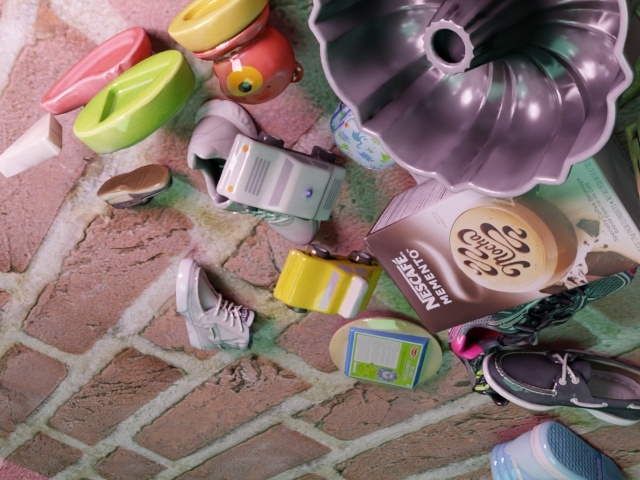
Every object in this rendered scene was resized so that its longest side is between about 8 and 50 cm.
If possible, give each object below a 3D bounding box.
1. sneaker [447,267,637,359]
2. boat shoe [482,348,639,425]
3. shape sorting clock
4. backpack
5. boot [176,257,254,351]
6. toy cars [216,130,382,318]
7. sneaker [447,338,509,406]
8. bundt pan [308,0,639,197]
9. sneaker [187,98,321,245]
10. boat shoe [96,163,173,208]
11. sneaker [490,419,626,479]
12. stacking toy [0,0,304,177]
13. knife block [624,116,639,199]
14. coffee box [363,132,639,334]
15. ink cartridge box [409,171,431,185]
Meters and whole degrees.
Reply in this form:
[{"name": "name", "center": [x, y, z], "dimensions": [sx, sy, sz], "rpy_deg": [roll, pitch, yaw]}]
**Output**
[{"name": "sneaker", "center": [0.321, 0.095, 1.010], "dimensions": [0.121, 0.112, 0.299], "rpy_deg": [38, 134, -23]}, {"name": "boat shoe", "center": [0.422, 0.226, 1.132], "dimensions": [0.303, 0.114, 0.091], "rpy_deg": [11, 141, -12]}, {"name": "shape sorting clock", "center": [0.119, 0.205, 1.251], "dimensions": [0.206, 0.040, 0.206], "rpy_deg": [8, 135, 8]}, {"name": "backpack", "center": [0.065, -0.140, 0.838], "dimensions": [0.105, 0.084, 0.114], "rpy_deg": [35, 161, -12]}, {"name": "boot", "center": [-0.180, 0.120, 1.230], "dimensions": [0.124, 0.095, 0.258], "rpy_deg": [5, 147, 4]}, {"name": "toy cars", "center": [0.000, 0.000, 0.954], "dimensions": [0.087, 0.176, 0.393], "rpy_deg": [34, 156, 43]}, {"name": "sneaker", "center": [0.286, 0.224, 1.190], "dimensions": [0.067, 0.078, 0.188], "rpy_deg": [-20, 127, 34]}, {"name": "bundt pan", "center": [0.151, -0.211, 0.657], "dimensions": [0.331, 0.124, 0.330], "rpy_deg": [29, 144, 24]}, {"name": "sneaker", "center": [-0.099, -0.064, 0.961], "dimensions": [0.099, 0.121, 0.262], "rpy_deg": [-18, 129, 34]}, {"name": "boat shoe", "center": [-0.279, -0.080, 1.059], "dimensions": [0.152, 0.056, 0.049], "rpy_deg": [-4, 141, 36]}, {"name": "sneaker", "center": [0.480, 0.497, 1.402], "dimensions": [0.319, 0.127, 0.208], "rpy_deg": [43, 131, -14]}, {"name": "stacking toy", "center": [-0.186, -0.148, 0.782], "dimensions": [0.309, 0.279, 0.130], "rpy_deg": [-11, 131, 33]}, {"name": "knife block", "center": [0.478, -0.090, 0.695], "dimensions": [0.276, 0.088, 0.242], "rpy_deg": [-14, 166, 29]}, {"name": "coffee box", "center": [0.225, -0.018, 0.832], "dimensions": [0.297, 0.119, 0.168], "rpy_deg": [-27, 106, 39]}, {"name": "ink cartridge box", "center": [0.226, -0.093, 0.894], "dimensions": [0.189, 0.066, 0.232], "rpy_deg": [-28, 102, 39]}]
